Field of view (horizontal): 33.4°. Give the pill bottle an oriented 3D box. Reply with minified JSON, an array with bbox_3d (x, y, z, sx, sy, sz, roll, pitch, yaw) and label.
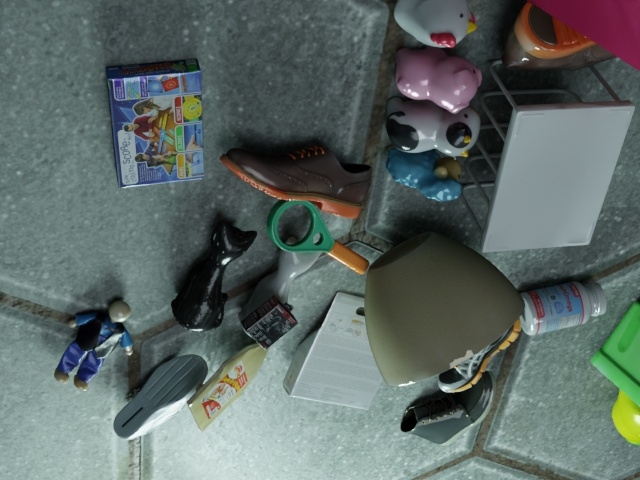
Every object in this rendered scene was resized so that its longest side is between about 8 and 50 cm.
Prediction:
[{"bbox_3d":[0.473,0.129,2.094,0.160,0.087,0.087,-12,134,-9],"label":"pill bottle"}]

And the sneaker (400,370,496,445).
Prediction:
[{"bbox_3d":[0.268,0.349,2.228,0.118,0.083,0.222,16,125,-29],"label":"sneaker"}]

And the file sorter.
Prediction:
[{"bbox_3d":[0.352,-0.145,1.742,0.193,0.173,0.277,-5,132,-14],"label":"file sorter"}]

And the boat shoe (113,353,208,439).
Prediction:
[{"bbox_3d":[-0.291,0.289,2.001,0.226,0.083,0.076,-37,160,15],"label":"boat shoe"}]

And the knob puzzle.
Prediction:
[{"bbox_3d":[-0.171,0.254,1.984,0.213,0.030,0.213,-43,159,-20],"label":"knob puzzle"}]

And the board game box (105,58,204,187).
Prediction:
[{"bbox_3d":[-0.246,-0.174,1.608,0.136,0.035,0.201,-7,133,-13],"label":"board game box"}]

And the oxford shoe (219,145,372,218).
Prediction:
[{"bbox_3d":[-0.036,-0.116,1.708,0.271,0.097,0.098,14,108,-37],"label":"oxford shoe"}]

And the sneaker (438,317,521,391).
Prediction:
[{"bbox_3d":[0.300,0.212,2.121,0.083,0.084,0.215,28,109,-33],"label":"sneaker"}]

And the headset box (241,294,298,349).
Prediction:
[{"bbox_3d":[-0.084,0.139,1.836,0.083,0.032,0.062,-40,128,3],"label":"headset box"}]

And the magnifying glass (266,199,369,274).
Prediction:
[{"bbox_3d":[0.000,0.000,1.810,0.231,0.026,0.092,32,86,-40],"label":"magnifying glass"}]

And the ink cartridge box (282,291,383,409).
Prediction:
[{"bbox_3d":[0.054,0.209,2.065,0.189,0.066,0.232,15,104,-29],"label":"ink cartridge box"}]

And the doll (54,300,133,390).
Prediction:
[{"bbox_3d":[-0.388,0.178,1.873,0.129,0.046,0.189,26,113,-25],"label":"doll"}]

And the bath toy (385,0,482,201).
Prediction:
[{"bbox_3d":[0.181,-0.228,1.641,0.151,0.129,0.348,-10,133,-10],"label":"bath toy"}]

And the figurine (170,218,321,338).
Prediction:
[{"bbox_3d":[-0.121,0.065,1.839,0.215,0.092,0.209,12,122,-29],"label":"figurine"}]

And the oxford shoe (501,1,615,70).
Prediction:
[{"bbox_3d":[0.445,-0.341,1.659,0.364,0.130,0.133,-12,167,-18],"label":"oxford shoe"}]

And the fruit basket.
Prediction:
[{"bbox_3d":[0.762,0.321,2.269,0.392,0.283,0.392,-8,116,-17],"label":"fruit basket"}]

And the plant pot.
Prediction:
[{"bbox_3d":[0.188,0.097,1.874,0.284,0.284,0.191,-29,98,8],"label":"plant pot"}]

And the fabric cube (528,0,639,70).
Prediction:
[{"bbox_3d":[0.441,-0.421,1.421,0.254,0.258,0.259,-29,136,-16],"label":"fabric cube"}]
